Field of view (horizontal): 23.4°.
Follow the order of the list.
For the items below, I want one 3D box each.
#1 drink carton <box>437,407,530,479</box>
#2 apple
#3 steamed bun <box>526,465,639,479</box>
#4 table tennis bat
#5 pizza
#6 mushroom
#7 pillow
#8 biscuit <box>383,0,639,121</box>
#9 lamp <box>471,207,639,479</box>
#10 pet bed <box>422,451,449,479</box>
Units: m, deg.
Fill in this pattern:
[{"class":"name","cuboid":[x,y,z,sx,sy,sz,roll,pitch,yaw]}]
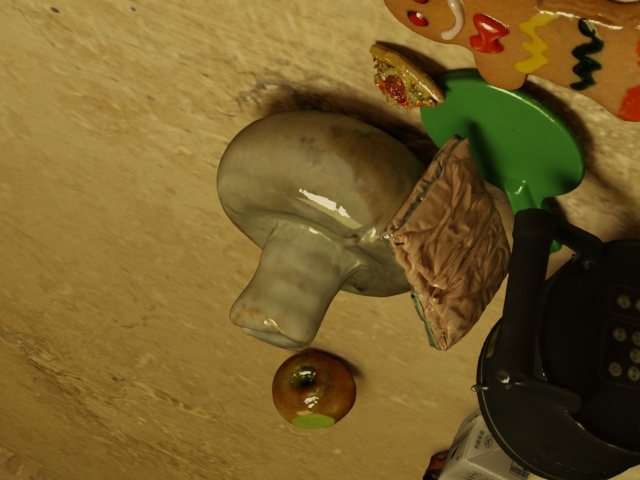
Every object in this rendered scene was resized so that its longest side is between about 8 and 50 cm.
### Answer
[{"class":"drink carton","cuboid":[0.280,0.310,2.019,0.222,0.102,0.134,26,158,-2]},{"class":"apple","cuboid":[-0.007,0.201,2.078,0.114,0.099,0.102,-11,151,14]},{"class":"steamed bun","cuboid":[0.407,0.348,1.823,0.272,0.273,0.290,2,174,-43]},{"class":"table tennis bat","cuboid":[0.179,-0.068,1.426,0.160,0.039,0.257,16,151,33]},{"class":"pizza","cuboid":[0.073,-0.132,1.377,0.083,0.025,0.078,36,153,15]},{"class":"mushroom","cuboid":[0.000,0.000,1.504,0.243,0.243,0.243,21,156,10]},{"class":"pillow","cuboid":[0.124,0.009,1.440,0.043,0.126,0.232,25,158,32]},{"class":"biscuit","cuboid":[0.163,-0.165,1.241,0.250,0.036,0.165,20,155,11]},{"class":"lamp","cuboid":[0.262,0.124,1.504,0.374,0.205,0.272,20,159,-25]},{"class":"pet bed","cuboid":[0.241,0.365,2.226,0.201,0.053,0.201,21,157,9]}]
